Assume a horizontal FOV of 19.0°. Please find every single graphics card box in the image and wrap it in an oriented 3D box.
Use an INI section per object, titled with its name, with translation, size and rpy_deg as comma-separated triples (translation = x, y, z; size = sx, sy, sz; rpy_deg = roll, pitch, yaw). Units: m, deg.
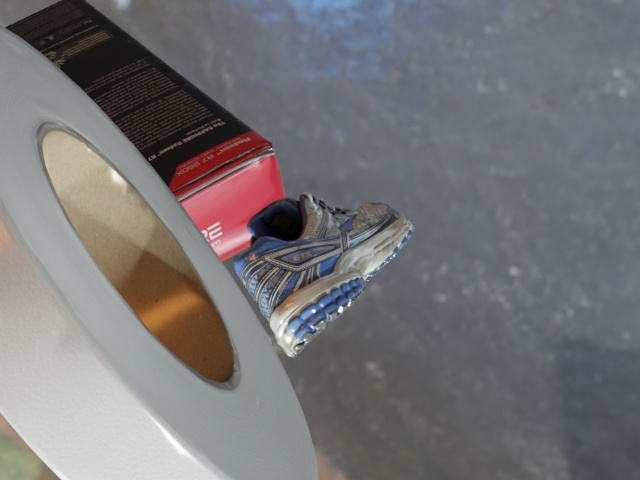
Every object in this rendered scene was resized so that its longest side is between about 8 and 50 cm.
[graphics card box]
translation = -0.217, -0.070, 1.636
size = 0.371, 0.232, 0.094
rpy_deg = 39, 152, 46

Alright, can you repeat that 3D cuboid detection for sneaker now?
[sneaker]
translation = 0.000, 0.000, 0.860
size = 0.058, 0.135, 0.052
rpy_deg = 46, 113, -1

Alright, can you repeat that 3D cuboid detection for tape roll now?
[tape roll]
translation = -0.140, 0.029, 1.219
size = 0.072, 0.392, 0.392
rpy_deg = -36, 135, 10
